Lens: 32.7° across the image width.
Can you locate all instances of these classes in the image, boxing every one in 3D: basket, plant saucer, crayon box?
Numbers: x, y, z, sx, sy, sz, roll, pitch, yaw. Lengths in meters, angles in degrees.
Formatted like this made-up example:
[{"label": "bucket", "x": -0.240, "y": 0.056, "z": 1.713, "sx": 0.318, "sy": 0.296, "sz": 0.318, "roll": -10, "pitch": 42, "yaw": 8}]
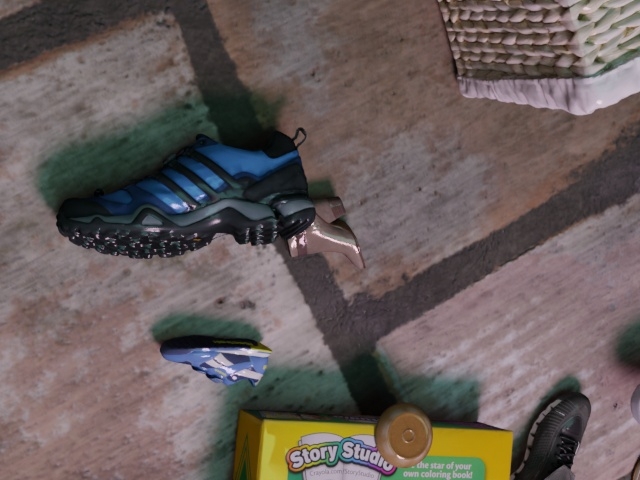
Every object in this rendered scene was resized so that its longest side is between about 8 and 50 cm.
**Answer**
[{"label": "basket", "x": 0.327, "y": -0.337, "z": 1.272, "sx": 0.328, "sy": 0.331, "sz": 0.266, "roll": -27, "pitch": 108, "yaw": -13}, {"label": "plant saucer", "x": 0.110, "y": 0.250, "z": 1.397, "sx": 0.083, "sy": 0.015, "sz": 0.083, "roll": 3, "pitch": 82, "yaw": -22}, {"label": "crayon box", "x": 0.063, "y": 0.391, "z": 1.436, "sx": 0.362, "sy": 0.106, "sz": 0.313, "roll": 7, "pitch": 85, "yaw": -22}]

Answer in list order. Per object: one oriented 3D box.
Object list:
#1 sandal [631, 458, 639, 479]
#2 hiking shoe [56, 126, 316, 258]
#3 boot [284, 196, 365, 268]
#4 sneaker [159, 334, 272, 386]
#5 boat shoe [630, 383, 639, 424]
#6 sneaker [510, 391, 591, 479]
[{"label": "sandal", "x": 0.542, "y": 0.333, "z": 1.645, "sx": 0.072, "sy": 0.049, "sz": 0.180, "roll": 42, "pitch": 107, "yaw": -14}, {"label": "hiking shoe", "x": -0.161, "y": -0.057, "z": 1.298, "sx": 0.304, "sy": 0.113, "sz": 0.132, "roll": -5, "pitch": 74, "yaw": -13}, {"label": "boot", "x": 0.000, "y": 0.000, "z": 1.391, "sx": 0.087, "sy": 0.042, "sz": 0.118, "roll": -25, "pitch": 109, "yaw": -6}, {"label": "sneaker", "x": -0.132, "y": 0.154, "z": 1.369, "sx": 0.144, "sy": 0.053, "sz": 0.059, "roll": 8, "pitch": 102, "yaw": -21}, {"label": "boat shoe", "x": 0.566, "y": 0.212, "z": 1.614, "sx": 0.306, "sy": 0.105, "sz": 0.113, "roll": -14, "pitch": 103, "yaw": -24}, {"label": "sneaker", "x": 0.328, "y": 0.328, "z": 1.551, "sx": 0.078, "sy": 0.106, "sz": 0.234, "roll": 34, "pitch": 90, "yaw": -25}]
